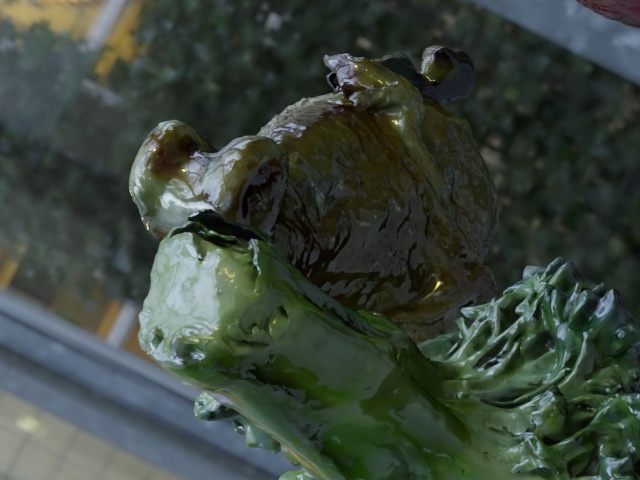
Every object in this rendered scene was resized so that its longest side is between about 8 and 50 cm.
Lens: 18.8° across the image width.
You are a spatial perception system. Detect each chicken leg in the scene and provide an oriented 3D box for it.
[{"bbox_3d":[-0.002,0.011,1.062,0.361,0.140,0.211,-31,-68,-62],"label":"chicken leg"}]

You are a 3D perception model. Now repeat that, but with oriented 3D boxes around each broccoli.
[{"bbox_3d":[0.018,0.057,0.779,0.177,0.275,0.198,-58,29,-2],"label":"broccoli"}]

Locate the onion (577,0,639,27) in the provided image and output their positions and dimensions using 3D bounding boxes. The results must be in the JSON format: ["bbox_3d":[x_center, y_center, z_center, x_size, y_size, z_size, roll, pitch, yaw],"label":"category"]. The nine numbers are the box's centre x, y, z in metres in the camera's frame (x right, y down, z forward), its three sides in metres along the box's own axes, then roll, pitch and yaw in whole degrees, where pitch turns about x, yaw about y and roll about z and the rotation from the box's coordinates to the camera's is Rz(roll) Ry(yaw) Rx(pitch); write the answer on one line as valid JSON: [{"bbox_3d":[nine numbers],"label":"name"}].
[{"bbox_3d":[0.149,-0.204,0.867,0.216,0.207,0.206,-39,46,24],"label":"onion"}]
